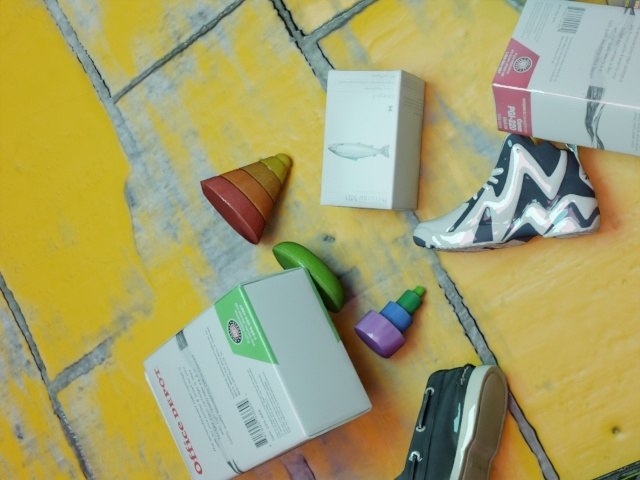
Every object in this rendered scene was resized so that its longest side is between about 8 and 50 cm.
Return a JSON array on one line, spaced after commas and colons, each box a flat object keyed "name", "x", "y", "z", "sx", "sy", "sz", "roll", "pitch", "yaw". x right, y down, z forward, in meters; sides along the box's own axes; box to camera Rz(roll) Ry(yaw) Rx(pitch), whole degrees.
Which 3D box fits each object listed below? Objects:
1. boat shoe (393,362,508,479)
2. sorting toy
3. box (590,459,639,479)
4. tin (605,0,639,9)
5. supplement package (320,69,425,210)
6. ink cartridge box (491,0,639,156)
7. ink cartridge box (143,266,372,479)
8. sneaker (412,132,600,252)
[{"name": "boat shoe", "x": 0.137, "y": 0.311, "z": 1.164, "sx": 0.113, "sy": 0.127, "sz": 0.340, "roll": 3, "pitch": 67, "yaw": 37}, {"name": "sorting toy", "x": 0.000, "y": 0.000, "z": 1.292, "sx": 0.365, "sy": 0.127, "sz": 0.126, "roll": 41, "pitch": 76, "yaw": 15}, {"name": "box", "x": 0.384, "y": 0.288, "z": 1.044, "sx": 0.270, "sy": 0.216, "sz": 0.060, "roll": -30, "pitch": 80, "yaw": 21}, {"name": "tin", "x": 0.409, "y": -0.348, "z": 1.124, "sx": 0.106, "sy": 0.040, "sz": 0.189, "roll": 16, "pitch": 97, "yaw": 19}, {"name": "supplement package", "x": 0.071, "y": -0.131, "z": 1.238, "sx": 0.105, "sy": 0.105, "sz": 0.179, "roll": 4, "pitch": 93, "yaw": 23}, {"name": "ink cartridge box", "x": 0.332, "y": -0.193, "z": 1.093, "sx": 0.218, "sy": 0.092, "sz": 0.158, "roll": 13, "pitch": 60, "yaw": 25}, {"name": "ink cartridge box", "x": -0.096, "y": 0.192, "z": 1.252, "sx": 0.289, "sy": 0.122, "sz": 0.211, "roll": -37, "pitch": 75, "yaw": 46}, {"name": "sneaker", "x": 0.227, "y": -0.069, "z": 1.180, "sx": 0.235, "sy": 0.094, "sz": 0.153, "roll": -9, "pitch": 81, "yaw": 29}]
